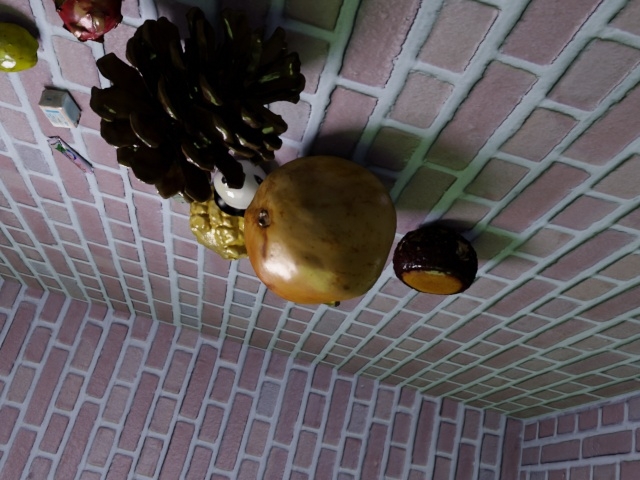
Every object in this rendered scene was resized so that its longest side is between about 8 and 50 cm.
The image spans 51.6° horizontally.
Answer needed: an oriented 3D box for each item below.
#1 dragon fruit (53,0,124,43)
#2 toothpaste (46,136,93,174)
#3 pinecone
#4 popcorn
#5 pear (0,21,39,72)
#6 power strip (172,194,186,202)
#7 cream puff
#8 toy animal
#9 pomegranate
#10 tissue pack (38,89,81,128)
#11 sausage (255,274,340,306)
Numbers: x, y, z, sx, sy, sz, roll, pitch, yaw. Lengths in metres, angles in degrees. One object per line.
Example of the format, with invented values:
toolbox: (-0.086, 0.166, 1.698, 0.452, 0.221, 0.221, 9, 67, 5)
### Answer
dragon fruit: (-0.423, -0.446, 1.210, 0.133, 0.136, 0.165, -13, 129, -11)
toothpaste: (-0.726, -0.246, 1.939, 0.045, 0.028, 0.170, -6, 146, 26)
pinecone: (-0.203, -0.271, 1.227, 0.385, 0.384, 0.384, 12, 156, 5)
popcorn: (-0.270, -0.050, 1.933, 0.250, 0.190, 0.250, 27, 167, 7)
pear: (-0.678, -0.419, 1.429, 0.131, 0.107, 0.107, 15, 158, -19)
power strip: (-0.445, -0.146, 2.015, 0.051, 0.019, 0.136, -3, 151, 31)
cream puff: (0.321, 0.053, 1.849, 0.239, 0.164, 0.239, 11, 156, 5)
toy animal: (-0.202, -0.141, 1.766, 0.166, 0.138, 0.179, -3, 150, -10)
pomegranate: (0.021, -0.024, 1.634, 0.410, 0.409, 0.410, 12, 156, 5)
tissue pack: (-0.657, -0.332, 1.668, 0.074, 0.058, 0.094, 9, 157, 7)
sausage: (-0.074, 0.148, 2.340, 0.318, 0.117, 0.125, 12, 158, 4)
